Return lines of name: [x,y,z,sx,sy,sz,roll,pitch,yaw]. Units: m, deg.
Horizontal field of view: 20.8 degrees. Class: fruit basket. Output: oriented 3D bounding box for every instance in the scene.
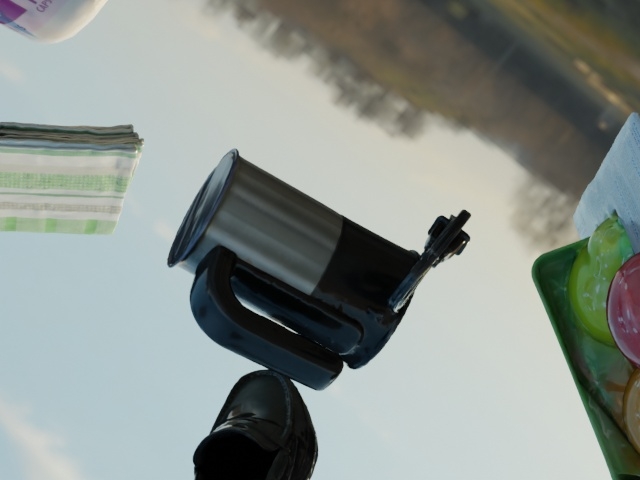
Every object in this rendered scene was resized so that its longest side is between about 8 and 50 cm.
fruit basket: [0.313,0.081,1.516,0.353,0.165,0.327,109,142,-73]

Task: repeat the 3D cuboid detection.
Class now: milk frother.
milk frother: [0.000,0.000,1.027,0.135,0.143,0.129,29,-155,-14]

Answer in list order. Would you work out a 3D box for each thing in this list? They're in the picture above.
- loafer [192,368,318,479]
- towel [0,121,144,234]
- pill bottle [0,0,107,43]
loafer: [-0.048,0.152,1.180,0.223,0.076,0.078,-84,-26,-58]
towel: [-0.194,-0.044,1.252,0.113,0.023,0.152,3,156,-14]
pill bottle: [-0.261,-0.264,1.110,0.301,0.169,0.169,28,-167,-27]
